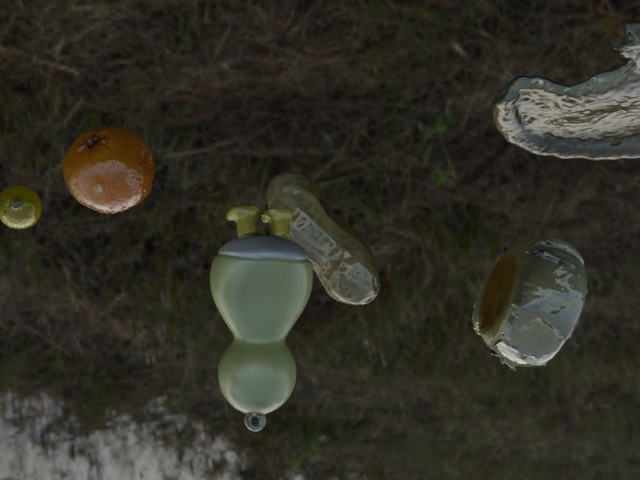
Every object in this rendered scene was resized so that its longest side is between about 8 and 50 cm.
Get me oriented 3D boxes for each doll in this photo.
[{"bbox_3d":[-0.084,0.102,1.390,0.141,0.296,0.117,6,-178,-30],"label":"doll"}]

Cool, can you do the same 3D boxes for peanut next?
[{"bbox_3d":[0.000,0.000,1.813,0.125,0.274,0.111,-36,171,-41],"label":"peanut"}]

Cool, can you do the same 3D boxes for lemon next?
[{"bbox_3d":[-0.417,-0.047,1.450,0.062,0.062,0.083,-8,175,-10],"label":"lemon"}]

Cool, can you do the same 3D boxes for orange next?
[{"bbox_3d":[-0.438,-0.151,2.166,0.193,0.193,0.161,-11,129,-4],"label":"orange"}]

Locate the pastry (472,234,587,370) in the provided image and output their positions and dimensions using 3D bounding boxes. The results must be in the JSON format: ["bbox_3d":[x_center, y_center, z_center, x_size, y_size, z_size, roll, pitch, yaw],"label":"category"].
[{"bbox_3d":[0.245,0.071,1.236,0.088,0.166,0.166,23,141,-10],"label":"pastry"}]

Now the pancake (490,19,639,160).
[{"bbox_3d":[0.331,-0.155,1.148,0.288,0.033,0.286,-1,160,11],"label":"pancake"}]
